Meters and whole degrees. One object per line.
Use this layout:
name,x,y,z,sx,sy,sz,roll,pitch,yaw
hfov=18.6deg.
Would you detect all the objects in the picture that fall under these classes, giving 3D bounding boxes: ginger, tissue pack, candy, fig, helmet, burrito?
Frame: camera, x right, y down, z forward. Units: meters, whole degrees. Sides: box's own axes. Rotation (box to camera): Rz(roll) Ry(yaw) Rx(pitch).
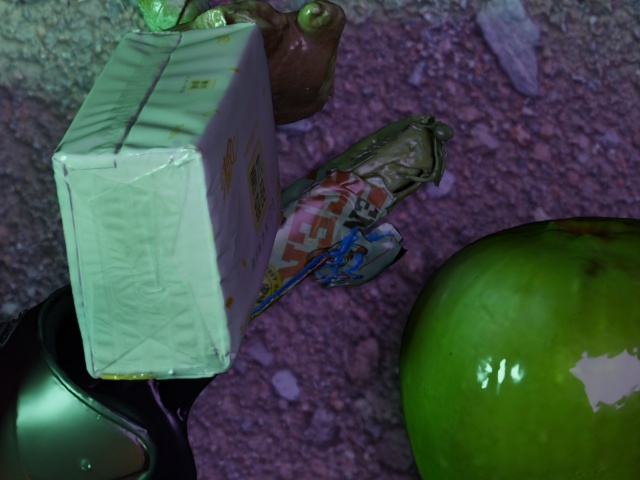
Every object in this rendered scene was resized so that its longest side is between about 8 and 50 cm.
ginger,-0.081,-0.138,1.581,0.213,0.137,0.074,-12,47,-9
tissue pack,-0.105,-0.033,1.452,0.124,0.225,0.185,-2,119,11
candy,-0.184,-0.216,1.603,0.202,0.061,0.061,22,82,0
fig,0.204,0.138,1.551,0.316,0.316,0.316,1,86,-13
helmet,-0.172,0.140,1.501,0.193,0.189,0.216,-16,110,24
burrito,0.000,0.000,1.622,0.288,0.054,0.104,-37,95,-12
